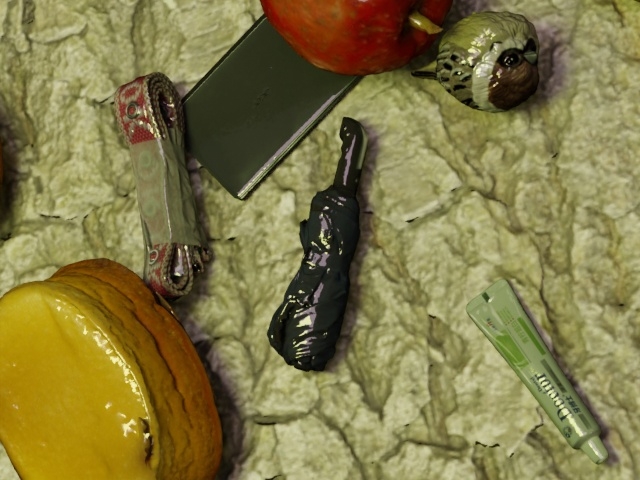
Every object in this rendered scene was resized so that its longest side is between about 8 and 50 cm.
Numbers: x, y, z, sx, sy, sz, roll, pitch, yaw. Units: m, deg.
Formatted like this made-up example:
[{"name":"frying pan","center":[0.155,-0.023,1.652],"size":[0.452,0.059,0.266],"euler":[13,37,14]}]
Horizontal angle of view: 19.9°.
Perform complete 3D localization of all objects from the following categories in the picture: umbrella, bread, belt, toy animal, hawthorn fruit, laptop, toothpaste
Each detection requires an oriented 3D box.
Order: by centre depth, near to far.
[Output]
[{"name":"toothpaste","center":[0.200,0.121,1.650],"size":[0.048,0.029,0.197],"euler":[-36,65,6]},{"name":"hawthorn fruit","center":[0.047,-0.233,1.704],"size":[0.200,0.179,0.179],"euler":[35,89,31]},{"name":"toy animal","center":[0.147,-0.156,1.708],"size":[0.137,0.098,0.098],"euler":[-29,67,33]},{"name":"bread","center":[-0.206,0.147,1.709],"size":[0.195,0.143,0.269],"euler":[-40,74,27]},{"name":"umbrella","center":[0.007,0.001,1.723],"size":[0.071,0.071,0.248],"euler":[13,82,21]},{"name":"belt","center":[-0.154,-0.051,1.784],"size":[0.053,0.071,0.232],"euler":[-17,74,29]},{"name":"laptop","center":[-0.059,-0.142,1.809],"size":[0.180,0.016,0.129],"euler":[-46,67,3]}]

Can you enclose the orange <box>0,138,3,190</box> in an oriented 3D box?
[{"name":"orange","center":[-0.434,-0.069,1.830],"size":[0.240,0.171,0.240],"euler":[-4,77,17]}]

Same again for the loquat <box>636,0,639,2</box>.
[{"name":"loquat","center":[0.311,-0.318,1.635],"size":[0.213,0.213,0.213],"euler":[-5,75,17]}]
